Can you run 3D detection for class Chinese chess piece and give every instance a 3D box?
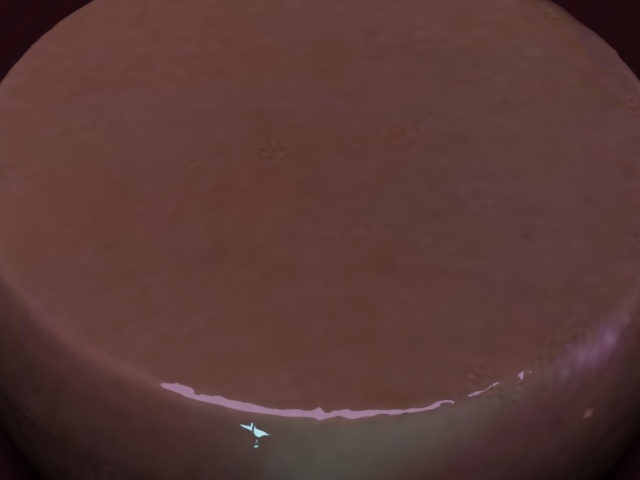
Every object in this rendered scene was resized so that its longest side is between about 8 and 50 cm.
[{"bbox_3d":[0.000,0.000,0.600,0.273,0.102,0.273,1,45,-1],"label":"Chinese chess piece"}]
